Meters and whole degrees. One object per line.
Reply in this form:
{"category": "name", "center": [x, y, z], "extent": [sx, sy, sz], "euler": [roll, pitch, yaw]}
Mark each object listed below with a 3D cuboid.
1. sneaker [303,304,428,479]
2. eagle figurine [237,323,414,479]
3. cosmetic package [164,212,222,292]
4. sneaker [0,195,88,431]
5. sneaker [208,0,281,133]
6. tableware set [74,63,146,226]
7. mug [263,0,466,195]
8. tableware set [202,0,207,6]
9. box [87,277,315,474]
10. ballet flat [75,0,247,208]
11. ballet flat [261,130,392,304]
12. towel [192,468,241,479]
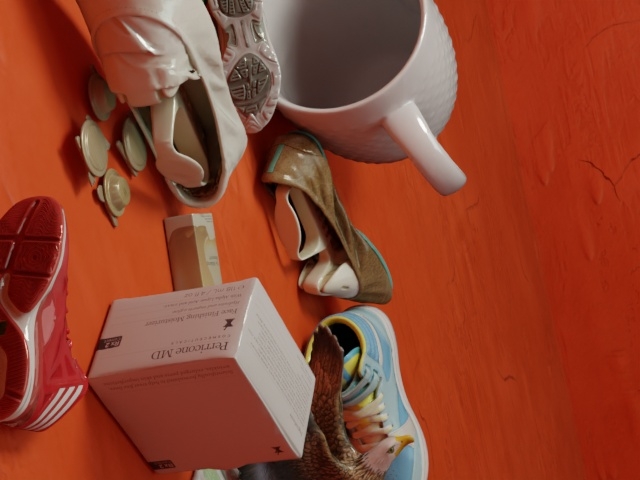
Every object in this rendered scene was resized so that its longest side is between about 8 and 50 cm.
{"category": "sneaker", "center": [0.057, 0.251, 2.024], "extent": [0.208, 0.127, 0.319], "euler": [11, 61, -70]}
{"category": "eagle figurine", "center": [0.017, 0.288, 1.791], "extent": [0.298, 0.225, 0.226], "euler": [49, -9, -9]}
{"category": "cosmetic package", "center": [-0.153, 0.026, 1.682], "extent": [0.060, 0.041, 0.115], "euler": [-8, 89, -70]}
{"category": "sneaker", "center": [-0.273, 0.077, 1.321], "extent": [0.128, 0.087, 0.221], "euler": [55, 43, -64]}
{"category": "sneaker", "center": [-0.100, -0.265, 1.892], "extent": [0.115, 0.090, 0.232], "euler": [-82, 168, -80]}
{"category": "tableware set", "center": [-0.236, -0.106, 1.552], "extent": [0.168, 0.020, 0.141], "euler": [-83, 159, -44]}
{"category": "mug", "center": [0.092, -0.219, 2.039], "extent": [0.374, 0.276, 0.328], "euler": [56, 6, 25]}
{"category": "tableware set", "center": [-0.184, -0.309, 1.782], "extent": [0.154, 0.024, 0.104], "euler": [-74, 151, -51]}
{"category": "box", "center": [-0.125, 0.151, 1.502], "extent": [0.119, 0.181, 0.182], "euler": [-79, 152, -44]}
{"category": "ballet flat", "center": [-0.175, -0.174, 1.553], "extent": [0.400, 0.139, 0.139], "euler": [67, 23, -53]}
{"category": "ballet flat", "center": [0.000, 0.000, 2.023], "extent": [0.124, 0.116, 0.342], "euler": [-55, 135, -35]}
{"category": "towel", "center": [-0.117, 0.294, 1.686], "extent": [0.152, 0.023, 0.113], "euler": [-73, 148, -50]}
